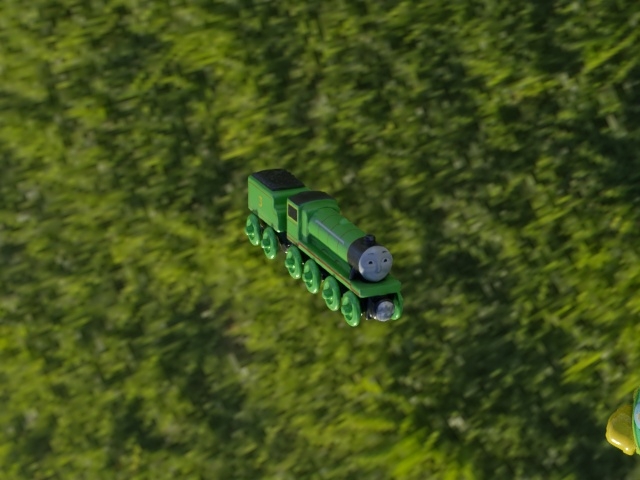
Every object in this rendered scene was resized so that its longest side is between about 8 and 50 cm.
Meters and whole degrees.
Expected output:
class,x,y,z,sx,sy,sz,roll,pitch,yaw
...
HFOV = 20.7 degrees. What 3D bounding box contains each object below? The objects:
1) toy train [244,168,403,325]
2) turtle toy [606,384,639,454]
class,x,y,z,sx,sy,sz,roll,pitch,yaw
toy train,0.000,0.000,0.478,0.083,0.017,0.024,-144,50,-59
turtle toy,0.215,0.078,0.936,0.095,0.130,0.066,27,163,17
